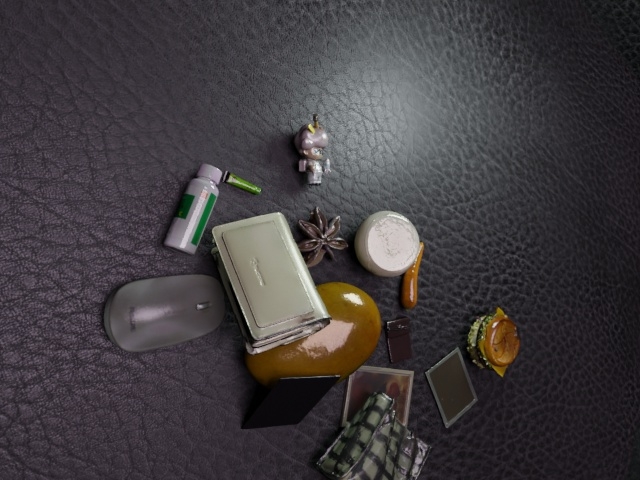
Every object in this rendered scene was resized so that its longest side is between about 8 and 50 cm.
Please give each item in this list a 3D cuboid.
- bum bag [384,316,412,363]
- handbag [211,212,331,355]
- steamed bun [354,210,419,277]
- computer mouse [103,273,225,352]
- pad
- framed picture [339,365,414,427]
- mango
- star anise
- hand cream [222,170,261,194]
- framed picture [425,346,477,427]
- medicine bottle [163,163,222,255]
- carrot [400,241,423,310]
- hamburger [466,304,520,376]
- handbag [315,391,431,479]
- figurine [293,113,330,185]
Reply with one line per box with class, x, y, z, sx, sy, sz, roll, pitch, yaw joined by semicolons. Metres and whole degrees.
bum bag;0.290;0.365;1.815;0.109;0.026;0.159;-10;93;-32
handbag;-0.146;0.113;1.398;0.237;0.160;0.358;-17;65;-18
steamed bun;0.222;0.014;1.724;0.232;0.145;0.231;2;84;-17
computer mouse;-0.418;0.195;1.362;0.331;0.095;0.197;-9;96;-31
pad;-0.090;0.480;1.461;0.202;0.299;0.005;7;43;-30
framed picture;0.206;0.558;1.758;0.290;0.020;0.211;15;79;-29
mango;-0.016;0.305;1.521;0.446;0.232;0.299;-23;102;-23
star anise;-0.006;-0.015;1.631;0.212;0.073;0.196;-11;96;-34
hand cream;-0.242;-0.174;1.527;0.122;0.023;0.036;23;79;-24
framed picture;0.516;0.576;1.946;0.197;0.014;0.252;-28;102;-29
medicine bottle;-0.357;-0.089;1.411;0.095;0.095;0.259;27;74;-27
carrot;0.341;0.128;1.844;0.066;0.062;0.271;9;77;3
hamburger;0.692;0.398;1.989;0.262;0.139;0.243;-42;110;-25
handbag;0.190;0.732;1.652;0.327;0.163;0.325;-48;118;-27
figurine;-0.028;-0.293;1.617;0.137;0.112;0.228;-15;103;-58
